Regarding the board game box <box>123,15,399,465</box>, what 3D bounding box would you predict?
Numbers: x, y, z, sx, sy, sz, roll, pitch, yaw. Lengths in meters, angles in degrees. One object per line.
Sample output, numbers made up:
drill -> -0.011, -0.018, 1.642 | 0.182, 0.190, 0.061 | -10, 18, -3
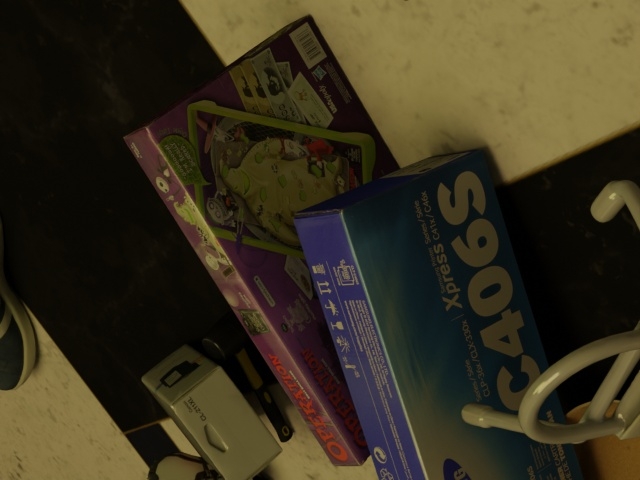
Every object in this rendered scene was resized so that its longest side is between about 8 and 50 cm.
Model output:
board game box -> 0.000, 0.000, 1.182 | 0.056, 0.208, 0.347 | -16, 110, 50

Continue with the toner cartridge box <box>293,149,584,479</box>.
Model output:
toner cartridge box -> 0.110, 0.112, 1.142 | 0.075, 0.165, 0.348 | -5, 106, 56

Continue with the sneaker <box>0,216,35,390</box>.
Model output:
sneaker -> -0.491, 0.089, 1.790 | 0.131, 0.148, 0.350 | 20, 135, 32

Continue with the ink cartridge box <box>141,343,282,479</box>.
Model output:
ink cartridge box -> -0.126, 0.199, 1.532 | 0.127, 0.072, 0.175 | 55, 167, -14

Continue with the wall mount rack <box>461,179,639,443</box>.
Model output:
wall mount rack -> 0.262, 0.076, 0.963 | 0.304, 0.350, 0.130 | 109, 148, -47

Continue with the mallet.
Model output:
mallet -> -0.069, 0.154, 1.532 | 0.039, 0.062, 0.189 | 13, 145, 44

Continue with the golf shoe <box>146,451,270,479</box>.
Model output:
golf shoe -> -0.131, 0.296, 1.619 | 0.094, 0.198, 0.077 | -3, 82, 31

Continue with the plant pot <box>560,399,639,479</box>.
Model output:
plant pot -> 0.291, 0.240, 1.143 | 0.236, 0.032, 0.236 | 31, 133, 41
